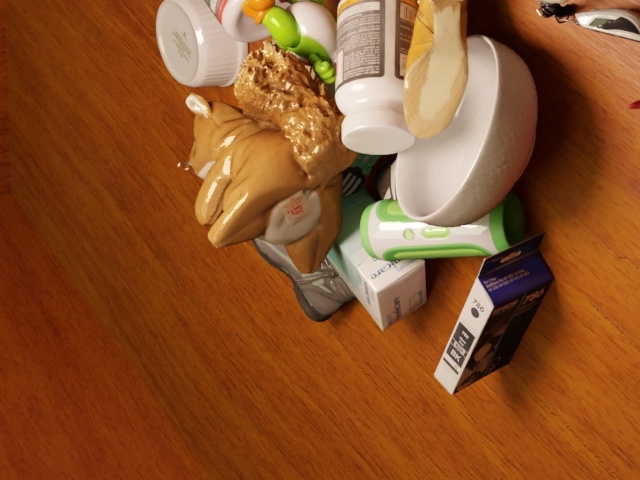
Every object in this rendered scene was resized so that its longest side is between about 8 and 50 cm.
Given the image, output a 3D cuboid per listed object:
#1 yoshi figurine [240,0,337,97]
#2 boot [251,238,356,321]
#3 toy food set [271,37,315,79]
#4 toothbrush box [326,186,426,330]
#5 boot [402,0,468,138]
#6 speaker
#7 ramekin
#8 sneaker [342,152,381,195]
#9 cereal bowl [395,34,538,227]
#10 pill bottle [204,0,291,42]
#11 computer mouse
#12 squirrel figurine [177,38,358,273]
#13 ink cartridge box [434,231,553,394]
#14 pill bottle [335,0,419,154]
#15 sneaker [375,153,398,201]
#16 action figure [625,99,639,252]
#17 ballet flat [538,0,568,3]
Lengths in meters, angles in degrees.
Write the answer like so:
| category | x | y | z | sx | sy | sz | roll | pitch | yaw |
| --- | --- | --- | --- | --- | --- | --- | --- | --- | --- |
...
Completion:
| category | x | y | z | sx | sy | sz | roll | pitch | yaw |
| --- | --- | --- | --- | --- | --- | --- | --- | --- | --- |
| yoshi figurine | 0.028 | -0.395 | 1.981 | 0.362 | 0.203 | 0.203 | 46 | -167 | -11 |
| boot | -0.021 | 0.017 | 2.369 | 0.338 | 0.118 | 0.222 | 51 | 142 | 2 |
| toy food set | -0.052 | -0.407 | 2.262 | 0.192 | 0.038 | 0.132 | 51 | 137 | 36 |
| toothbrush box | 0.091 | 0.016 | 2.125 | 0.295 | 0.126 | 0.216 | 53 | 170 | 26 |
| boot | 0.204 | -0.333 | 1.734 | 0.211 | 0.104 | 0.295 | -74 | -8 | -77 |
| speaker | 0.227 | -0.026 | 1.885 | 0.296 | 0.131 | 0.131 | -4 | 106 | 33 |
| ramekin | -0.303 | -0.506 | 2.489 | 0.273 | 0.127 | 0.273 | 32 | 132 | 44 |
| sneaker | 0.088 | -0.202 | 2.027 | 0.224 | 0.083 | 0.098 | -49 | 38 | 10 |
| cereal bowl | 0.269 | -0.174 | 1.735 | 0.339 | 0.141 | 0.339 | -52 | 27 | 41 |
| pill bottle | -0.202 | -0.630 | 2.189 | 0.363 | 0.210 | 0.210 | 56 | 146 | 20 |
| computer mouse | 0.432 | -0.341 | 1.535 | 0.193 | 0.106 | 0.042 | 24 | 105 | 34 |
| squirrel figurine | -0.110 | -0.194 | 1.994 | 0.397 | 0.281 | 0.370 | -59 | 44 | 23 |
| ink cartridge box | 0.330 | 0.142 | 1.870 | 0.065 | 0.165 | 0.333 | 47 | 143 | 31 |
| pill bottle | 0.107 | -0.308 | 1.820 | 0.162 | 0.162 | 0.278 | -27 | 56 | 58 |
| sneaker | 0.175 | -0.141 | 2.005 | 0.135 | 0.097 | 0.276 | 41 | 140 | 34 |
| action figure | 0.522 | -0.078 | 1.494 | 0.091 | 0.139 | 0.280 | -24 | 89 | 59 |
| ballet flat | 0.386 | -0.432 | 1.449 | 0.483 | 0.164 | 0.182 | 4 | 73 | 58 |
